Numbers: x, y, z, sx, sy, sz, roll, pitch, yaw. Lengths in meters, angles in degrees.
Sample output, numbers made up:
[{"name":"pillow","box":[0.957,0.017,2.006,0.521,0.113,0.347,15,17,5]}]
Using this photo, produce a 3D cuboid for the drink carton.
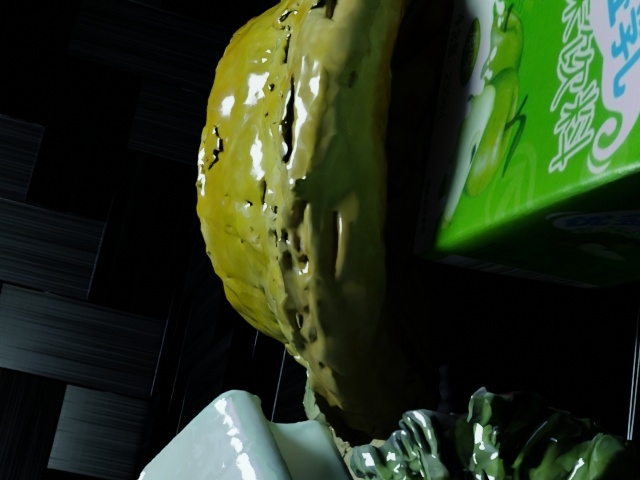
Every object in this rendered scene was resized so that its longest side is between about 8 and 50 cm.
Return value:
[{"name":"drink carton","box":[0.142,-0.074,0.490,0.271,0.108,0.161,152,129,-72]}]

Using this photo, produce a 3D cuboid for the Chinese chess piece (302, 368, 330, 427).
[{"name":"Chinese chess piece","box":[0.012,0.126,1.005,0.084,0.034,0.084,-165,90,-77]}]

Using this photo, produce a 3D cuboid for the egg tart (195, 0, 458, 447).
[{"name":"egg tart","box":[0.017,-0.038,0.690,0.341,0.129,0.341,-1,-90,-72]}]

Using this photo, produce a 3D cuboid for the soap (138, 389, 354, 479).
[{"name":"soap","box":[-0.028,0.236,0.560,0.173,0.095,0.289,-45,42,15]}]

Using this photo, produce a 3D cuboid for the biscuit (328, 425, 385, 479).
[{"name":"biscuit","box":[-0.005,0.198,0.828,0.220,0.033,0.220,-49,6,7]}]

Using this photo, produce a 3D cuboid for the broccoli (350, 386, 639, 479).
[{"name":"broccoli","box":[0.033,0.158,0.369,0.165,0.145,0.304,-38,-3,26]}]
